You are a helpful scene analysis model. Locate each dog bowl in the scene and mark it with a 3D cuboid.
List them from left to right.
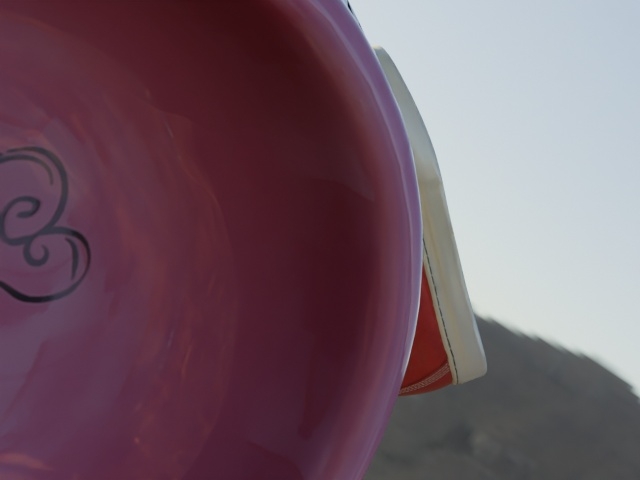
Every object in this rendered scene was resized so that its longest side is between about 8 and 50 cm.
[{"bbox_3d":[-0.144,0.015,0.592,0.408,0.408,0.150,38,2,-38],"label":"dog bowl"}]

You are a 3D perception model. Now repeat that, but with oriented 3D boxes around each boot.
[{"bbox_3d":[0.000,0.000,1.176,0.088,0.176,0.244,-113,-172,-81],"label":"boot"}]
